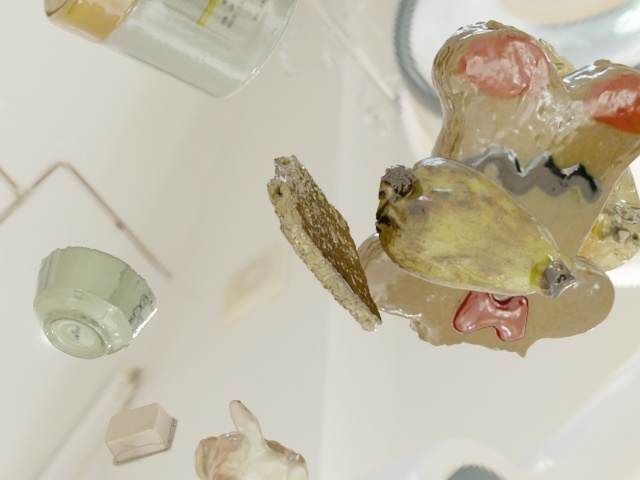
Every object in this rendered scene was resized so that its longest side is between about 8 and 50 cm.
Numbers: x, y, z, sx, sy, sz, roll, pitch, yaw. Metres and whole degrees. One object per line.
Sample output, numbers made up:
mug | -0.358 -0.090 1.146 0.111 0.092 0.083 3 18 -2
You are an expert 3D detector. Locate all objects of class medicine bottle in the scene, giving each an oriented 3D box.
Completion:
medicine bottle | -0.165 -0.313 1.639 0.238 0.232 0.237 -43 -145 40

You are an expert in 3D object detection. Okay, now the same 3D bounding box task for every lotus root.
lotus root | 0.137 0.000 1.232 0.108 0.191 0.094 -60 163 -3

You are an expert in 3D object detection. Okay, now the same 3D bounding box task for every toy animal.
toy animal | -0.071 0.206 1.360 0.104 0.183 0.185 -13 -163 -5

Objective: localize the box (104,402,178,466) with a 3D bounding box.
box | -0.322 0.342 2.526 0.122 0.062 0.089 -19 -148 18

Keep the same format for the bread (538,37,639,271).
bread | 0.362 -0.116 2.297 0.183 0.388 0.236 -12 163 -36

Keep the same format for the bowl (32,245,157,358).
bowl | -0.383 0.119 2.339 0.211 0.211 0.112 -30 -148 42

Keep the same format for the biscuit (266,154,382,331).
biscuit | -0.005 -0.011 1.275 0.026 0.237 0.131 -26 -121 9

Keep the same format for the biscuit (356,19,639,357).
biscuit | 0.249 -0.040 1.709 0.394 0.368 0.076 -68 -152 16
